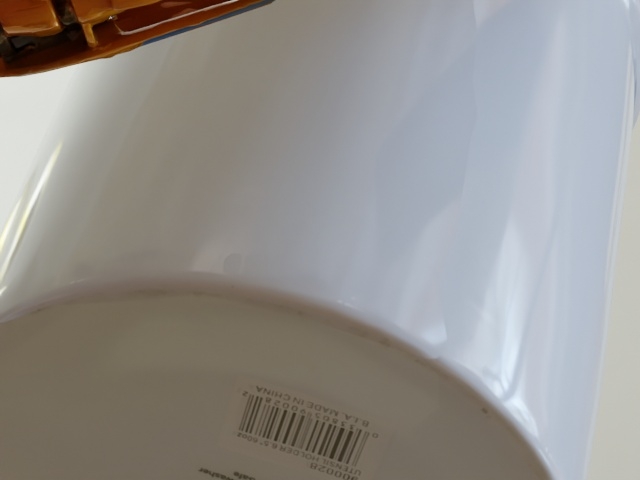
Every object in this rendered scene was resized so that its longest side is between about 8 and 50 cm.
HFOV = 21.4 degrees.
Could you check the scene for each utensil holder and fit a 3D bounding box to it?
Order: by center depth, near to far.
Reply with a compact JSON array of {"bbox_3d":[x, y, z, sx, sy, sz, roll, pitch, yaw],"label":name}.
[{"bbox_3d":[0.000,0.000,0.903,0.327,0.385,0.327,8,-45,8],"label":"utensil holder"}]

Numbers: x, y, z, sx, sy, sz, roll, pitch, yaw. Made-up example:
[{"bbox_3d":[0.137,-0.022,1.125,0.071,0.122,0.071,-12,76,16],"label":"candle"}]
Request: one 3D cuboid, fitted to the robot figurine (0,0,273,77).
[{"bbox_3d":[-0.025,-0.125,0.446,0.291,0.211,0.085,-19,-115,-2],"label":"robot figurine"}]
